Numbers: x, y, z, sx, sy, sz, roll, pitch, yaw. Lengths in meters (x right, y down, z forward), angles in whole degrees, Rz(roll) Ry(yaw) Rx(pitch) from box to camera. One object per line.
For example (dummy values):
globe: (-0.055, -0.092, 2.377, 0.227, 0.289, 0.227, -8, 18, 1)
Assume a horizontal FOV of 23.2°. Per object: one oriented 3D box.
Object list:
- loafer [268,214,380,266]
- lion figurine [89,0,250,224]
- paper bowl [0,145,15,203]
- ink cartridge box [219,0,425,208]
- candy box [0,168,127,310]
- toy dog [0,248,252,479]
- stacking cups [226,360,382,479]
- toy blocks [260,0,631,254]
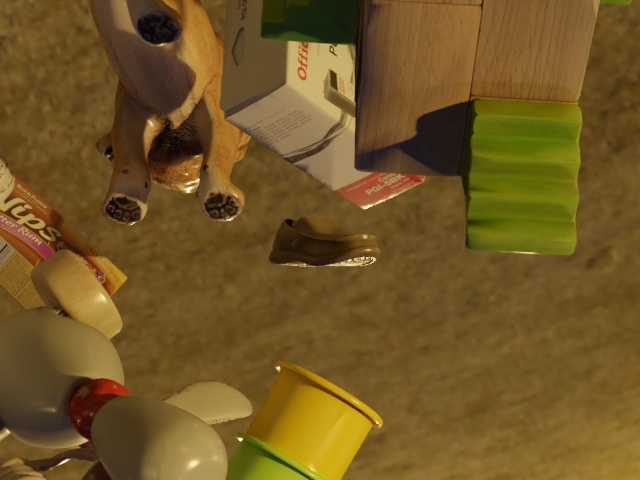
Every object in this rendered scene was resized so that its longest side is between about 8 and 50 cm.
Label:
loafer: (0.000, 0.000, 1.489, 0.056, 0.050, 0.148, 1, 178, -40)
lion figurine: (-0.135, -0.165, 1.157, 0.142, 0.240, 0.392, -6, 134, 3)
paper bowl: (-0.376, -0.045, 1.114, 0.284, 0.148, 0.284, -20, -164, 6)
ink cartridge box: (0.005, -0.096, 0.993, 0.056, 0.099, 0.135, -24, 141, 35)
candy box: (-0.305, 0.011, 1.651, 0.053, 0.187, 0.109, -43, -176, 27)
toy dog: (-0.165, 0.146, 1.156, 0.220, 0.333, 0.161, -30, 123, 1)
stacking cups: (-0.066, 0.249, 1.156, 0.316, 0.096, 0.096, -62, 161, -11)
toy blocks: (0.073, -0.220, 0.718, 0.191, 0.381, 0.260, 3, 134, 0)
